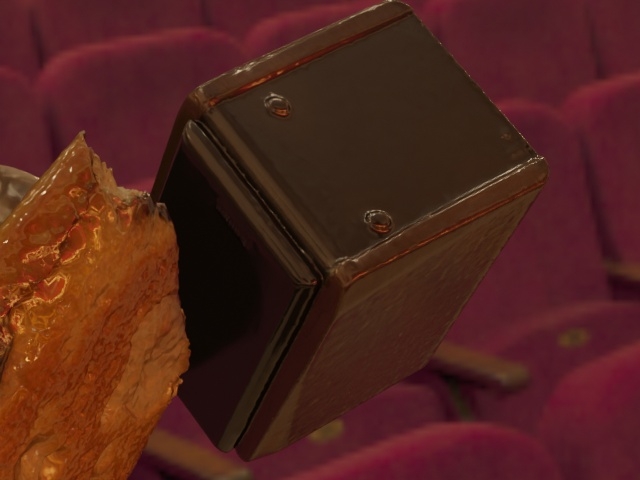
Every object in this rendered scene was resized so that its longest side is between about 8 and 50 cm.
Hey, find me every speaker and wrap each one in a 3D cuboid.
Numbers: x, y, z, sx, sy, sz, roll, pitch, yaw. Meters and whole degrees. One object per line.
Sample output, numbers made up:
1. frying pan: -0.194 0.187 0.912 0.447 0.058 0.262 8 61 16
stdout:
1. speaker: 0.000 0.000 1.089 0.193 0.231 0.153 -28 69 -32

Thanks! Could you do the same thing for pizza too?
1. pizza: -0.081 0.050 0.455 0.036 0.160 0.099 29 3 21

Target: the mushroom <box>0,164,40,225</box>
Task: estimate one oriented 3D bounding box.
1. mushroom: -0.248 0.044 1.164 0.227 0.178 0.226 -6 54 8
